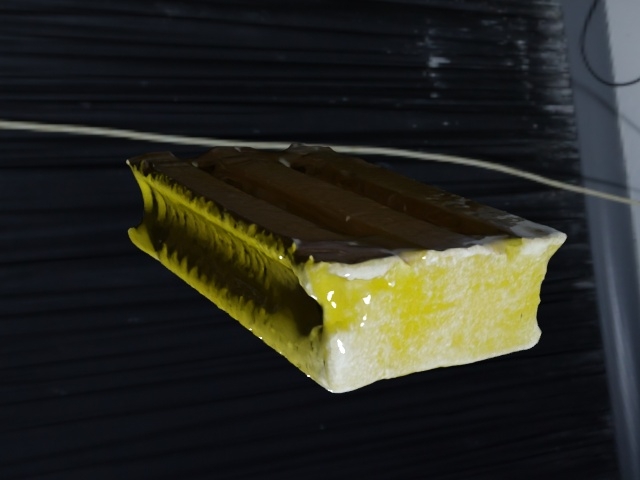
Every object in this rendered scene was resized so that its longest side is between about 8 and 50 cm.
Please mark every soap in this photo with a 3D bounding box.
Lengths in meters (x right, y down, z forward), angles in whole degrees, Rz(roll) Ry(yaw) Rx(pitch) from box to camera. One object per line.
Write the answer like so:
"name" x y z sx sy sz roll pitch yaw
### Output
"soap" 0.000 0.000 0.681 0.315 0.199 0.091 28 120 51
